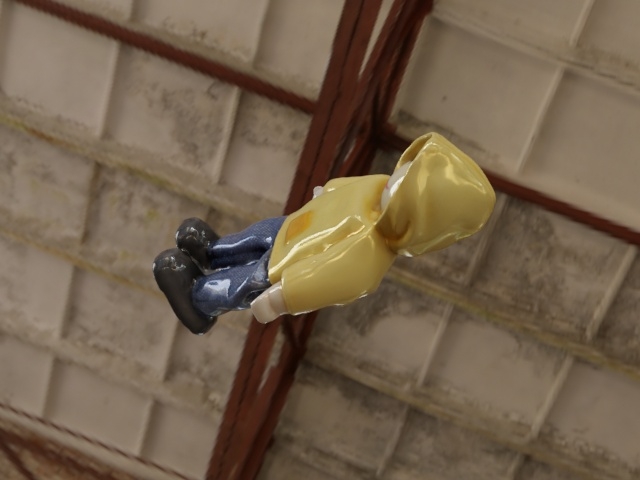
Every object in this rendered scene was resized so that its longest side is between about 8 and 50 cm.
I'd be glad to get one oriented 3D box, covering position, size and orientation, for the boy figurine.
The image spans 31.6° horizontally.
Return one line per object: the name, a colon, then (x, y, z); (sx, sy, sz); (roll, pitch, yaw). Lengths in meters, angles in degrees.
boy figurine: (0.000, 0.000, 0.899); (0.285, 0.177, 0.092); (-19, -65, 35)
